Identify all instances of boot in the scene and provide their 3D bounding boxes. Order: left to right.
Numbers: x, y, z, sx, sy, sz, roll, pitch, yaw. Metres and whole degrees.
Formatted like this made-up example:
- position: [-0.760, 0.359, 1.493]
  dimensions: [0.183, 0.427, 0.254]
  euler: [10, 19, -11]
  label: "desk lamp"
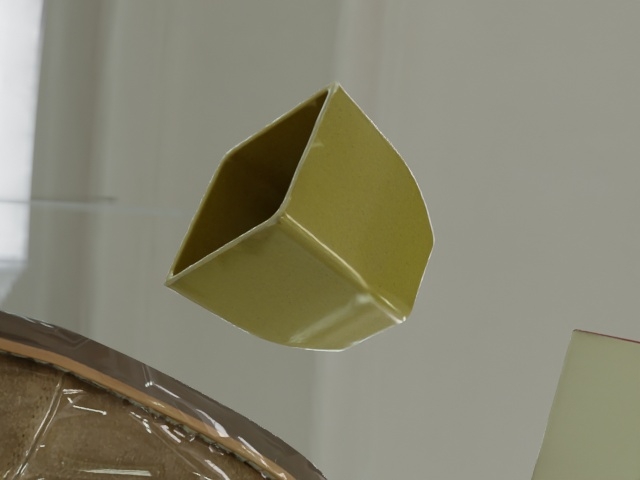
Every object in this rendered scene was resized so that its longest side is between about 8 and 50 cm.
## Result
- position: [-0.138, 0.071, 0.479]
  dimensions: [0.112, 0.305, 0.115]
  euler: [-29, -135, 55]
  label: "boot"

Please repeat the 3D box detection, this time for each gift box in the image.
- position: [0.257, 0.235, 1.199]
  dimensions: [0.255, 0.276, 0.258]
  euler: [8, -120, 21]
  label: "gift box"

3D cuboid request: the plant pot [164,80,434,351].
- position: [0.000, 0.000, 0.668]
  dimensions: [0.081, 0.083, 0.081]
  euler: [-29, -150, 44]
  label: "plant pot"
